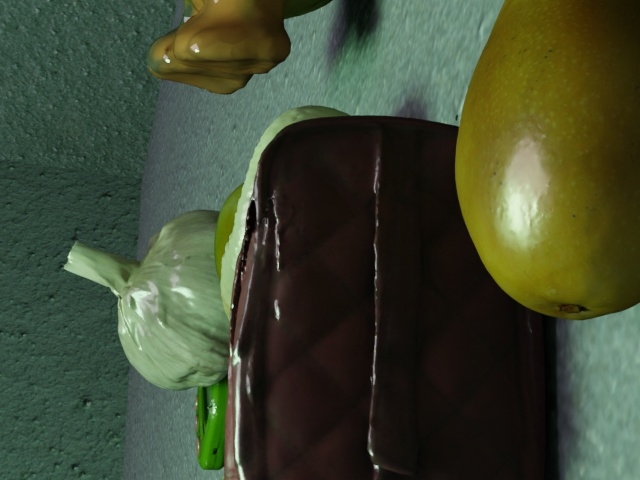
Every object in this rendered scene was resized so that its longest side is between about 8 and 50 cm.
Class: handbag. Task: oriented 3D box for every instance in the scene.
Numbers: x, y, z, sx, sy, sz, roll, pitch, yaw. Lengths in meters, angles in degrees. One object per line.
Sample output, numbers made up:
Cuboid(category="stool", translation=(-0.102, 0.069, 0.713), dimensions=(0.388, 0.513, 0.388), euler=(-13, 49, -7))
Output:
Cuboid(category="handbag", translation=(0.027, 0.055, 0.532), dimensions=(0.135, 0.146, 0.225), euler=(124, 150, -74))

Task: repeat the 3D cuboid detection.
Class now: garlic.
Cuboid(category="garlic", translation=(-0.174, 0.052, 1.189), dimensions=(0.218, 0.212, 0.218), euler=(-47, 30, 38))

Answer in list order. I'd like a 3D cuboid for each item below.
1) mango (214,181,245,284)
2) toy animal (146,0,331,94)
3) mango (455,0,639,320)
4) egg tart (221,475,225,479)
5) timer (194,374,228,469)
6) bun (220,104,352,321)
Cuboid(category="mango", translation=(-0.046, 0.015, 1.007), dimensions=(0.122, 0.085, 0.191), euler=(-65, 29, 24))
Cuboid(category="toy animal", translation=(-0.048, -0.300, 0.920), dimensions=(0.216, 0.191, 0.338), euler=(-174, 87, -73))
Cuboid(category="mango", translation=(0.097, -0.054, 0.427), dimensions=(0.102, 0.085, 0.184), euler=(117, 162, -53))
Cuboid(category="egg tart", translation=(-0.103, 0.334, 0.978), dimensions=(0.315, 0.120, 0.315), euler=(-172, 90, -76))
Cuboid(category="timer", translation=(-0.120, 0.193, 1.281), dimensions=(0.140, 0.047, 0.128), euler=(-101, 21, -53))
Cuboid(category="bun", translation=(0.000, 0.000, 0.763), dimensions=(0.164, 0.111, 0.188), euler=(-50, -25, -69))
